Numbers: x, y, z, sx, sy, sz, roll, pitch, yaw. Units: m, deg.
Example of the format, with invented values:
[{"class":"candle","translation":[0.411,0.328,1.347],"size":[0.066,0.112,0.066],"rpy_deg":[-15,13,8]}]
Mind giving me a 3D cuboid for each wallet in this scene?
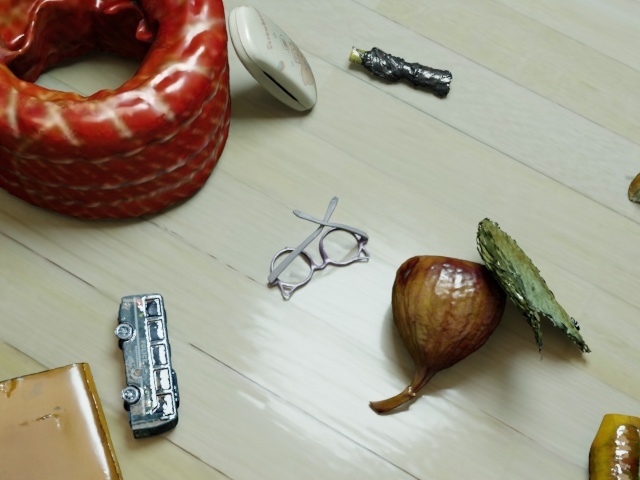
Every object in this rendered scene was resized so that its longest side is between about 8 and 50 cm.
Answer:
[{"class":"wallet","translation":[-0.335,0.234,1.116],"size":[0.195,0.042,0.161],"rpy_deg":[-17,72,-12]}]

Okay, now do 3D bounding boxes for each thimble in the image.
[{"class":"thimble","translation":[-0.279,-0.212,1.217],"size":[0.350,0.231,0.350],"rpy_deg":[2,65,-4]}]

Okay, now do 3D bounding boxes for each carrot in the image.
[{"class":"carrot","translation":[0.331,0.322,1.097],"size":[0.070,0.070,0.260],"rpy_deg":[7,67,0]}]

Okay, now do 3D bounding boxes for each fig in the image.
[{"class":"fig","translation":[0.130,0.113,1.148],"size":[0.133,0.146,0.201],"rpy_deg":[18,80,12]}]

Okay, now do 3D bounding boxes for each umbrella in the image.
[{"class":"umbrella","translation":[0.109,-0.232,1.349],"size":[0.143,0.040,0.037],"rpy_deg":[18,59,1]}]

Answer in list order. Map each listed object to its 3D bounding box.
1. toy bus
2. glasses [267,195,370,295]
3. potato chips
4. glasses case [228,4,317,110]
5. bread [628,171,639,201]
[{"class":"toy bus","translation":[-0.202,0.144,1.158],"size":[0.065,0.047,0.166],"rpy_deg":[-7,66,-10]},{"class":"glasses","translation":[0.000,0.000,1.202],"size":[0.139,0.104,0.063],"rpy_deg":[-23,67,-16]},{"class":"potato chips","translation":[0.240,0.060,1.143],"size":[0.029,0.220,0.202],"rpy_deg":[-35,82,18]},{"class":"glasses case","translation":[-0.057,-0.227,1.255],"size":[0.051,0.204,0.081],"rpy_deg":[-17,70,19]},{"class":"bread","translation":[0.449,-0.074,1.278],"size":[0.083,0.070,0.077],"rpy_deg":[-36,73,-20]}]
